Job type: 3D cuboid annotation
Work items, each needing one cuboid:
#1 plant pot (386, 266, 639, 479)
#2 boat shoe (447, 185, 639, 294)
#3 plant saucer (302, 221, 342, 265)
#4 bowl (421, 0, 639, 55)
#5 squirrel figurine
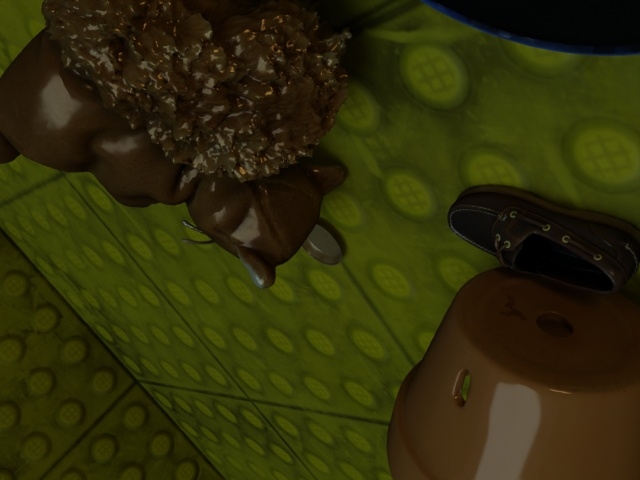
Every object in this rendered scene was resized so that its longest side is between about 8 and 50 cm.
[{"bbox_3d":[0.223,0.162,0.749,0.291,0.291,0.203,24,129,28],"label":"plant pot"},{"bbox_3d":[0.213,-0.001,0.731,0.207,0.073,0.073,15,141,40],"label":"boat shoe"},{"bbox_3d":[0.000,0.000,1.030,0.083,0.015,0.083,30,148,21],"label":"plant saucer"},{"bbox_3d":[0.115,-0.247,0.396,0.391,0.077,0.391,28,168,7],"label":"bowl"},{"bbox_3d":[-0.135,-0.118,0.803,0.370,0.281,0.397,44,153,-14],"label":"squirrel figurine"}]
